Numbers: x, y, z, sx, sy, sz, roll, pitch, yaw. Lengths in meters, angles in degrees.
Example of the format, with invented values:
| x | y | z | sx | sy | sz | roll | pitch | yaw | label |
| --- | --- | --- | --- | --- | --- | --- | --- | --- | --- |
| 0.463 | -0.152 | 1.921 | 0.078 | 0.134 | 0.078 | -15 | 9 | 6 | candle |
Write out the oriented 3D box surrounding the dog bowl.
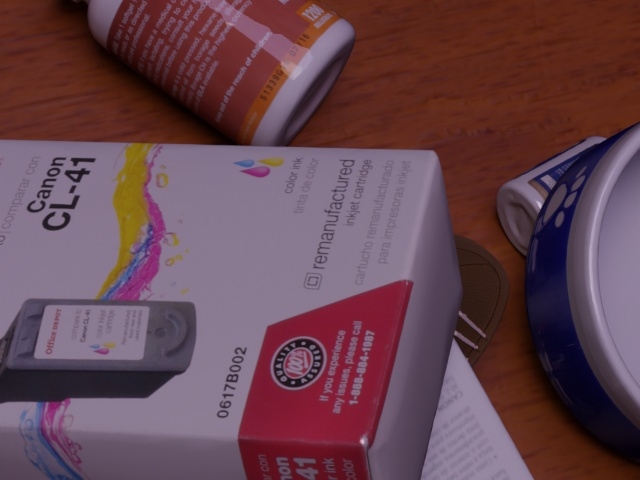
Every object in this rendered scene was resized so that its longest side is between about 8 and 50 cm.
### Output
| x | y | z | sx | sy | sz | roll | pitch | yaw | label |
| --- | --- | --- | --- | --- | --- | --- | --- | --- | --- |
| 0.283 | 0.034 | 1.367 | 0.264 | 0.104 | 0.265 | 4 | 79 | -20 | dog bowl |

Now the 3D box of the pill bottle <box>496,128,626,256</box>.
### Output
| x | y | z | sx | sy | sz | roll | pitch | yaw | label |
| --- | --- | --- | --- | --- | --- | --- | --- | --- | --- |
| 0.197 | -0.038 | 1.442 | 0.120 | 0.067 | 0.067 | -28 | 74 | -23 | pill bottle |

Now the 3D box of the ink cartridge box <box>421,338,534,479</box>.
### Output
| x | y | z | sx | sy | sz | roll | pitch | yaw | label |
| --- | --- | --- | --- | --- | --- | --- | --- | --- | --- |
| 0.028 | 0.280 | 1.200 | 0.308 | 0.091 | 0.385 | -34 | 104 | -19 | ink cartridge box |

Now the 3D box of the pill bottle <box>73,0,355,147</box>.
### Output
| x | y | z | sx | sy | sz | roll | pitch | yaw | label |
| --- | --- | --- | --- | --- | --- | --- | --- | --- | --- |
| -0.091 | -0.167 | 1.408 | 0.216 | 0.121 | 0.121 | 36 | 63 | 5 | pill bottle |

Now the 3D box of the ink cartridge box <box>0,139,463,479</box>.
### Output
| x | y | z | sx | sy | sz | roll | pitch | yaw | label |
| --- | --- | --- | --- | --- | --- | --- | --- | --- | --- |
| -0.088 | 0.060 | 1.102 | 0.306 | 0.131 | 0.226 | 3 | 48 | 14 | ink cartridge box |

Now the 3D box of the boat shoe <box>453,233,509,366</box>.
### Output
| x | y | z | sx | sy | sz | roll | pitch | yaw | label |
| --- | --- | --- | --- | --- | --- | --- | --- | --- | --- |
| 0.026 | 0.106 | 1.329 | 0.104 | 0.089 | 0.285 | 39 | 61 | 11 | boat shoe |
